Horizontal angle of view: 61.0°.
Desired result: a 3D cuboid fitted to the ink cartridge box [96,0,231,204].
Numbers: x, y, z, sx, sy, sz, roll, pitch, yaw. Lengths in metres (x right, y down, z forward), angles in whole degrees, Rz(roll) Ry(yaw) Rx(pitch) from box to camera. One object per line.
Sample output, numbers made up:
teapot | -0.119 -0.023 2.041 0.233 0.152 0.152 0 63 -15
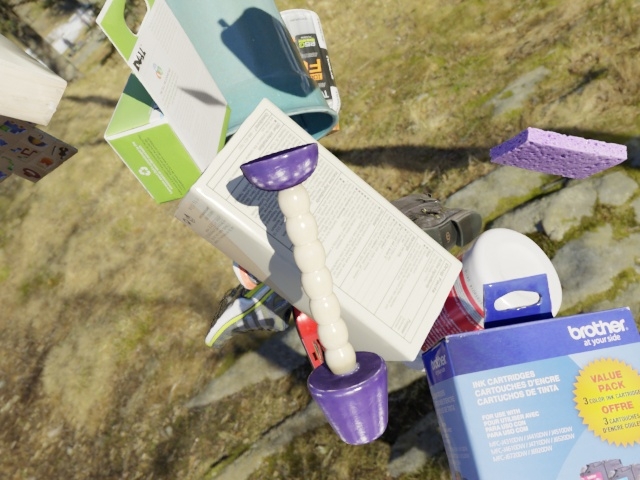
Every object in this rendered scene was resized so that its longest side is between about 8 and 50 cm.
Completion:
ink cartridge box | -0.228 -0.207 0.724 0.096 0.255 0.189 -14 46 16

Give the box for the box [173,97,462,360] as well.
box | 0.000 0.000 0.648 0.148 0.311 0.121 -55 13 -24

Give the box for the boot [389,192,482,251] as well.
boot | 0.200 -0.030 1.206 0.262 0.091 0.229 -20 26 -24

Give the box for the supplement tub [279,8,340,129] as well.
supplement tub | -0.059 -0.430 1.455 0.193 0.316 0.193 -15 5 1

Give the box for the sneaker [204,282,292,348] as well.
sneaker | -0.125 0.142 1.043 0.300 0.121 0.111 -42 20 42

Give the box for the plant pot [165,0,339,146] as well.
plant pot | -0.177 -0.345 1.123 0.341 0.341 0.335 -22 88 28

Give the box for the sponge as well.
sponge | 0.438 -0.159 1.008 0.117 0.209 0.031 144 132 -71

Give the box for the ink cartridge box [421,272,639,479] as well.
ink cartridge box | 0.304 0.251 0.728 0.269 0.151 0.396 -9 69 -7

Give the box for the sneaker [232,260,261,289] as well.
sneaker | -0.083 -0.005 0.754 0.064 0.061 0.158 -23 50 15

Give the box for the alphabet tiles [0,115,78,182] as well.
alphabet tiles | -0.511 -0.165 0.830 0.198 0.237 0.009 -26 58 24

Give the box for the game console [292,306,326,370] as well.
game console | -0.019 0.186 1.359 0.060 0.387 0.342 -17 41 0

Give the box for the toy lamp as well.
toy lamp | 0.003 0.054 0.490 0.080 0.275 0.080 -17 14 4

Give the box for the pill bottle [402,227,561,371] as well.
pill bottle | 0.336 0.163 1.280 0.408 0.228 0.229 -49 24 50

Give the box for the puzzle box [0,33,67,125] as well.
puzzle box | -0.430 -0.204 0.382 0.272 0.409 0.052 35 102 21
